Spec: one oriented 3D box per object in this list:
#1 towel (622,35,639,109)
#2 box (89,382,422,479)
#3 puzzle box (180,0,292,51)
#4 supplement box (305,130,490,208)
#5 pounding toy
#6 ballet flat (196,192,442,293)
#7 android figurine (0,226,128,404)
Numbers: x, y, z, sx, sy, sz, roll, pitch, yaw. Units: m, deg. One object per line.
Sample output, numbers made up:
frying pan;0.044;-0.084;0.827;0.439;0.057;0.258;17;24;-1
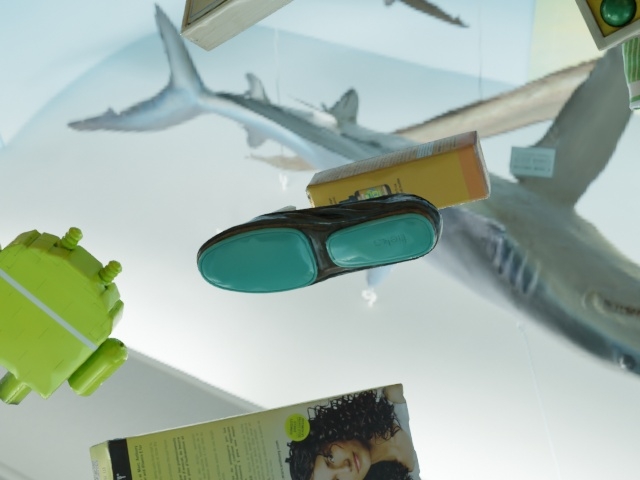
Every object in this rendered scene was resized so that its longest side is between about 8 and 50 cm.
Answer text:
towel;0.577;-0.372;1.333;0.248;0.038;0.324;-10;-105;37
box;-0.041;0.165;0.633;0.232;0.058;0.087;-7;-100;-27
puzzle box;-0.019;-0.427;1.080;0.409;0.052;0.272;-18;-122;43
supplement box;0.103;-0.076;1.161;0.234;0.078;0.080;-13;-159;14
pounding toy;0.365;-0.353;0.993;0.181;0.206;0.094;-25;180;41
ballet flat;0.000;0.000;1.002;0.281;0.095;0.096;-8;-154;7
android figurine;-0.360;0.093;1.110;0.248;0.273;0.056;40;-155;-10
